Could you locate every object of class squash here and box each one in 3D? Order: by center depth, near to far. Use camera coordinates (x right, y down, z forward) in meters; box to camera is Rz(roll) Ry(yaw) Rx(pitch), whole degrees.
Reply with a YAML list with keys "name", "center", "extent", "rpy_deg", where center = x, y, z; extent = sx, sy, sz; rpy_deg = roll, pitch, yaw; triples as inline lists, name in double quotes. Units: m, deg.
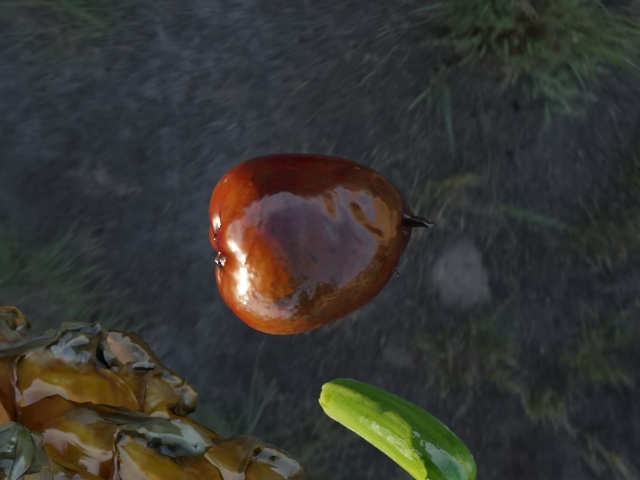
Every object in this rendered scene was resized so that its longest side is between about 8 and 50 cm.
- name: "squash"
  center: [0.030, 0.077, 0.719]
  extent: [0.089, 0.027, 0.027]
  rpy_deg: [33, 105, 42]

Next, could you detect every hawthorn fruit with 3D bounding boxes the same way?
- name: "hawthorn fruit"
  center: [0.000, 0.000, 0.774]
  extent: [0.093, 0.081, 0.081]
  rpy_deg: [-7, 99, -8]

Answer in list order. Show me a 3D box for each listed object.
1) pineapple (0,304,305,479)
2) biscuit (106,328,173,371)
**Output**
- name: "pineapple"
  center: [-0.050, 0.126, 0.537]
  extent: [0.286, 0.344, 0.209]
  rpy_deg: [4, 134, 11]
- name: "biscuit"
  center: [-0.192, 0.165, 0.924]
  extent: [0.301, 0.049, 0.197]
  rpy_deg: [-23, 69, 10]
